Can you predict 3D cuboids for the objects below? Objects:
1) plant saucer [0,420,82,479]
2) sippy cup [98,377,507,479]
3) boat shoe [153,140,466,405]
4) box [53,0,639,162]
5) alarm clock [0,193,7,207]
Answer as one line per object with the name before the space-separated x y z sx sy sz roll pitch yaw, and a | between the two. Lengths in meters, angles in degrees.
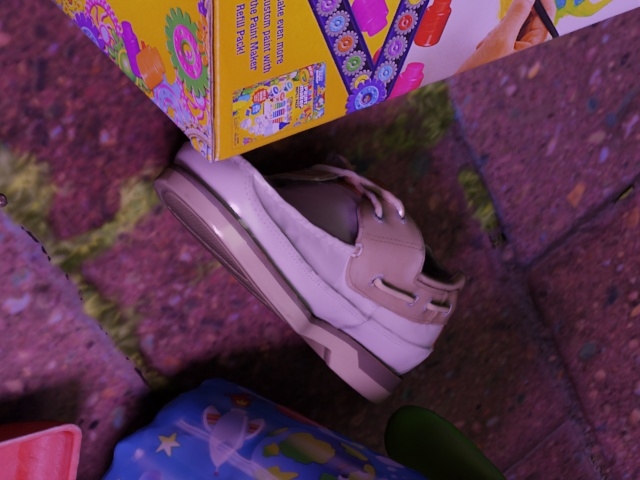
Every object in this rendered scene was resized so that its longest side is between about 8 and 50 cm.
plant saucer | -0.279 0.223 1.149 0.259 0.048 0.258 -13 132 -32
sippy cup | -0.025 0.209 1.194 0.240 0.224 0.305 -60 155 7
boat shoe | 0.000 0.000 1.155 0.103 0.113 0.302 -46 152 -1
box | -0.002 -0.215 0.811 0.279 0.290 0.177 -22 135 -27
alarm clock | -0.258 0.025 0.978 0.192 0.064 0.129 -50 141 3
